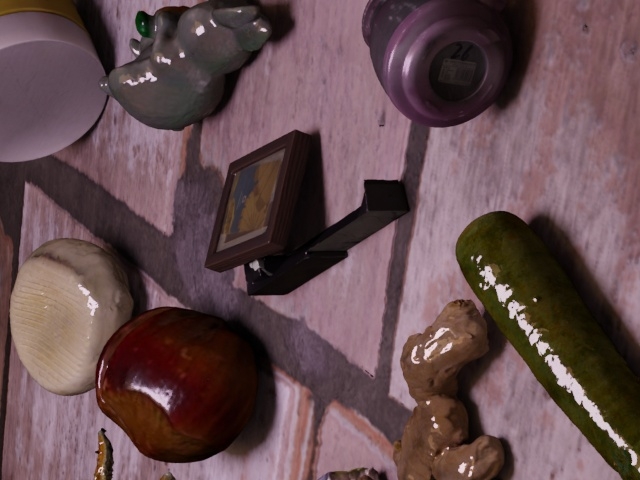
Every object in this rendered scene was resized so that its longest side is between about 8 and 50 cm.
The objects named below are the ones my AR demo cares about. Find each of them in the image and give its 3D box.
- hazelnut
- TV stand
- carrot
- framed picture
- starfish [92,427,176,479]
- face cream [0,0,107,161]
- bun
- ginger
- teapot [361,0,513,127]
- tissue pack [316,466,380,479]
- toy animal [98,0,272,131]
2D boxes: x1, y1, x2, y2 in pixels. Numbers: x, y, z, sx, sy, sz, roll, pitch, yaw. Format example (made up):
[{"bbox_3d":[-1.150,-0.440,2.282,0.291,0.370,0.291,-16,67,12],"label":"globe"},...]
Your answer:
[{"bbox_3d":[-0.154,0.163,1.715,0.204,0.178,0.178,0,92,59],"label":"hazelnut"},{"bbox_3d":[0.000,0.000,1.546,0.256,0.049,0.040,-34,61,55],"label":"TV stand"},{"bbox_3d":[0.215,0.111,1.188,0.358,0.074,0.074,56,137,36],"label":"carrot"},{"bbox_3d":[-0.069,-0.040,1.629,0.168,0.023,0.128,-20,53,61],"label":"framed picture"},{"bbox_3d":[-0.174,0.396,1.696,0.358,0.078,0.347,33,133,52],"label":"starfish"},{"bbox_3d":[-0.415,-0.244,2.042,0.179,0.218,0.218,63,141,36],"label":"face cream"},{"bbox_3d":[-0.312,0.097,2.002,0.222,0.127,0.222,9,104,41],"label":"bun"},{"bbox_3d":[0.113,0.181,1.370,0.149,0.065,0.259,39,120,35],"label":"ginger"},{"bbox_3d":[0.094,-0.188,1.322,0.146,0.116,0.148,-125,39,-56],"label":"teapot"},{"bbox_3d":[0.001,0.348,1.543,0.235,0.073,0.173,-44,57,51],"label":"tissue pack"},{"bbox_3d":[-0.127,-0.216,1.701,0.251,0.127,0.125,-23,60,42],"label":"toy animal"}]
